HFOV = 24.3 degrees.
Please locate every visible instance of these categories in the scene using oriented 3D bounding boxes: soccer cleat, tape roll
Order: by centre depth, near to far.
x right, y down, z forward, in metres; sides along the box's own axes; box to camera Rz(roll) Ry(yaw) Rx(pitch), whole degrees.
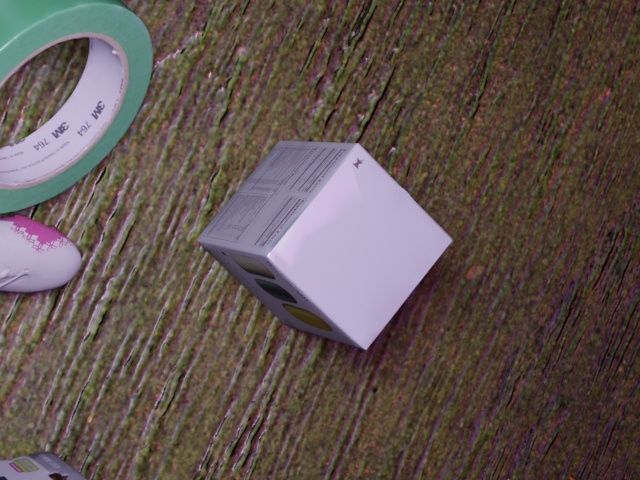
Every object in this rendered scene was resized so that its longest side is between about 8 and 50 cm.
[{"bbox_3d":[-0.356,-0.180,1.853,0.321,0.077,0.321,-37,154,-22],"label":"tape roll"},{"bbox_3d":[-0.465,0.028,1.884,0.331,0.143,0.116,14,126,-23],"label":"soccer cleat"}]

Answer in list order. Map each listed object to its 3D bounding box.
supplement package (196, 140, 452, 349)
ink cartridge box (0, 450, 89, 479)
[{"bbox_3d":[0.000,0.000,2.045,0.199,0.263,0.198,44,76,-21],"label":"supplement package"},{"bbox_3d":[-0.418,0.380,1.856,0.272,0.309,0.130,-12,100,-23],"label":"ink cartridge box"}]
